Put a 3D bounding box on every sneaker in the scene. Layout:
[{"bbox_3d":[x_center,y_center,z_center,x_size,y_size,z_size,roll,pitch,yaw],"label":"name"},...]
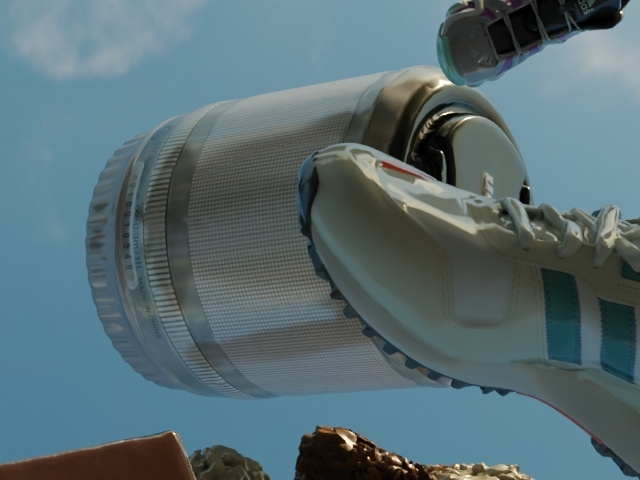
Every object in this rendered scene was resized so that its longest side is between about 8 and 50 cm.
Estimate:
[{"bbox_3d":[0.072,0.008,0.432,0.161,0.075,0.057,32,-151,-21],"label":"sneaker"},{"bbox_3d":[0.098,-0.098,0.751,0.098,0.069,0.038,-37,-73,-36],"label":"sneaker"}]

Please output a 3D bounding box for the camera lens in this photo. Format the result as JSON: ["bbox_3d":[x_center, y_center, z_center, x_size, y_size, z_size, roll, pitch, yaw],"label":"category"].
[{"bbox_3d":[0.000,0.000,1.268,0.274,0.219,0.219,-7,-120,34],"label":"camera lens"}]

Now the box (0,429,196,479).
[{"bbox_3d":[-0.167,0.226,0.973,0.203,0.168,0.167,-8,-117,-34],"label":"box"}]

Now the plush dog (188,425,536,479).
[{"bbox_3d":[0.050,0.208,1.063,0.262,0.225,0.210,17,-133,-30],"label":"plush dog"}]
